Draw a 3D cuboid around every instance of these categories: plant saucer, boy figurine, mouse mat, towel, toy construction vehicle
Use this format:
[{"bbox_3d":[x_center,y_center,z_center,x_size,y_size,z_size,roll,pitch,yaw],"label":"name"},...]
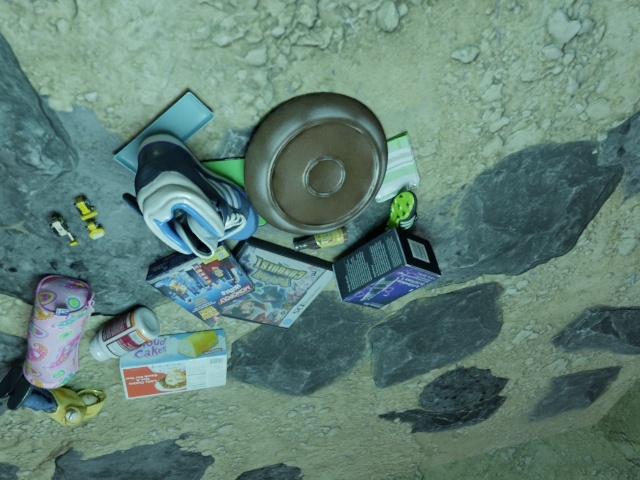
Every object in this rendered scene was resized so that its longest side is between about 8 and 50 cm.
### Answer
[{"bbox_3d":[0.004,-0.136,0.999,0.311,0.050,0.310,-10,123,-17],"label":"plant saucer"},{"bbox_3d":[-0.658,0.409,1.265,0.092,0.177,0.285,-59,146,-13],"label":"boy figurine"},{"bbox_3d":[-0.185,-0.094,1.045,0.153,0.007,0.189,-7,134,-14],"label":"mouse mat"},{"bbox_3d":[0.157,-0.156,1.098,0.113,0.023,0.152,-24,136,2],"label":"towel"},{"bbox_3d":[-0.284,-0.191,0.904,0.192,0.018,0.067,-34,135,15],"label":"plant saucer"},{"bbox_3d":[-0.477,-0.037,0.977,0.086,0.035,0.098,-27,140,-9],"label":"toy construction vehicle"}]

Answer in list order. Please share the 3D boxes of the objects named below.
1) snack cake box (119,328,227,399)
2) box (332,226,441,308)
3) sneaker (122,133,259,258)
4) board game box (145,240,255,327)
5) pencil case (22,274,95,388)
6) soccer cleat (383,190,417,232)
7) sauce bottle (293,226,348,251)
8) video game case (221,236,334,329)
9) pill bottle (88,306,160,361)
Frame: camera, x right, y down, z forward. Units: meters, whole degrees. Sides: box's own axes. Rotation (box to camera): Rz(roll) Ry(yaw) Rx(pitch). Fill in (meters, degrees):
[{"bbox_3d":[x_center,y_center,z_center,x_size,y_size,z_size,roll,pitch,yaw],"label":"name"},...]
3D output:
[{"bbox_3d":[-0.386,0.329,1.326,0.265,0.089,0.152,-4,136,-17],"label":"snack cake box"},{"bbox_3d":[0.159,0.073,1.220,0.153,0.108,0.207,17,139,-43],"label":"box"},{"bbox_3d":[-0.209,-0.028,0.918,0.130,0.236,0.323,-32,139,11],"label":"sneaker"},{"bbox_3d":[-0.255,0.102,1.136,0.194,0.060,0.194,-24,125,10],"label":"board game box"},{"bbox_3d":[-0.584,0.207,1.109,0.124,0.124,0.284,10,127,-28],"label":"pencil case"},{"bbox_3d":[0.201,-0.063,1.175,0.072,0.060,0.178,-22,155,-20],"label":"soccer cleat"},{"bbox_3d":[0.000,0.000,1.179,0.128,0.042,0.042,-15,136,-8],"label":"sauce bottle"},{"bbox_3d":[-0.132,0.117,1.251,0.275,0.035,0.248,19,124,-34],"label":"video game case"},{"bbox_3d":[-0.473,0.229,1.197,0.152,0.086,0.086,-28,136,8],"label":"pill bottle"}]
